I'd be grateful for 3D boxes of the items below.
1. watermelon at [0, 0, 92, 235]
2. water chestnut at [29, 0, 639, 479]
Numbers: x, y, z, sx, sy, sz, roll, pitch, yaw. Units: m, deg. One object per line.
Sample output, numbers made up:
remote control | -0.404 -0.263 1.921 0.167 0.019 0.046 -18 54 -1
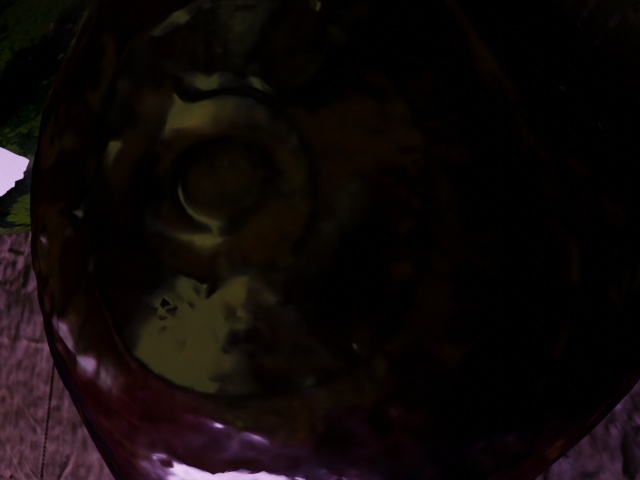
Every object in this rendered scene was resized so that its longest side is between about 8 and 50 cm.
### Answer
watermelon | -0.180 -0.132 0.970 0.269 0.269 0.269 8 102 44
water chestnut | 0.000 0.000 0.807 0.244 0.289 0.289 -36 71 47
